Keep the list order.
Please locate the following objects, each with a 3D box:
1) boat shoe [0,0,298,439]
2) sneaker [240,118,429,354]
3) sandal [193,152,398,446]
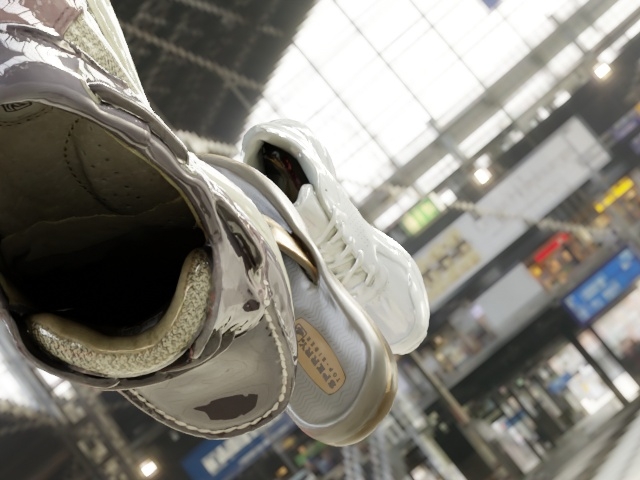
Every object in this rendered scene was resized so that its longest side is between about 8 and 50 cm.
[{"bbox_3d":[-0.072,0.008,0.524,0.102,0.092,0.285,-20,-37,2],"label":"boat shoe"},{"bbox_3d":[0.000,0.000,1.223,0.090,0.232,0.115,-40,-9,10],"label":"sneaker"},{"bbox_3d":[-0.043,0.025,0.817,0.090,0.219,0.060,-50,-35,16],"label":"sandal"}]
